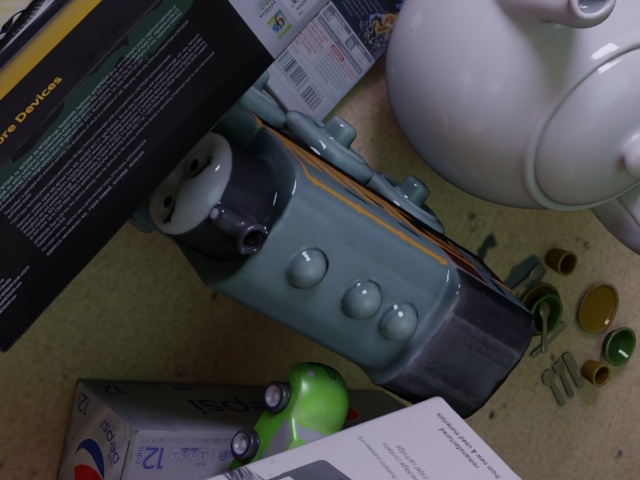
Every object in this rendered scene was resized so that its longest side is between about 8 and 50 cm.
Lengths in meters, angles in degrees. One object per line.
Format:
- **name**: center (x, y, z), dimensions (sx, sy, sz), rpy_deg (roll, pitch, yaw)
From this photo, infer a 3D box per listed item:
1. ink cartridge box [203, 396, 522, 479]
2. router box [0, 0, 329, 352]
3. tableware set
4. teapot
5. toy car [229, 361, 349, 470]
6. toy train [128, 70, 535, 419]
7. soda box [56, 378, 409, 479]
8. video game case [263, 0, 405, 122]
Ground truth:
- **ink cartridge box**: center (-0.014, 0.243, 0.988), dimensions (0.273, 0.115, 0.198), rpy_deg (-17, 127, -24)
- **router box**: center (-0.146, -0.111, 0.878), dimensions (0.309, 0.243, 0.081), rpy_deg (-49, 127, -11)
- **tableware set**: center (0.226, 0.071, 1.344), dimensions (0.104, 0.024, 0.154), rpy_deg (-41, 125, -16)
- **teapot**: center (0.184, -0.108, 1.108), dimensions (0.256, 0.187, 0.252), rpy_deg (-3, 132, -38)
- **toy car**: center (-0.048, 0.186, 1.043), dimensions (0.239, 0.053, 0.225), rpy_deg (23, 104, -41)
- **toy train**: center (0.000, 0.000, 1.042), dimensions (0.334, 0.190, 0.142), rpy_deg (32, 100, -38)
- **soda box**: center (-0.045, 0.166, 1.144), dimensions (0.286, 0.098, 0.091), rpy_deg (6, 104, -37)
- **video game case**: center (-0.007, -0.199, 1.084), dimensions (0.173, 0.022, 0.190), rpy_deg (-48, 126, -10)
